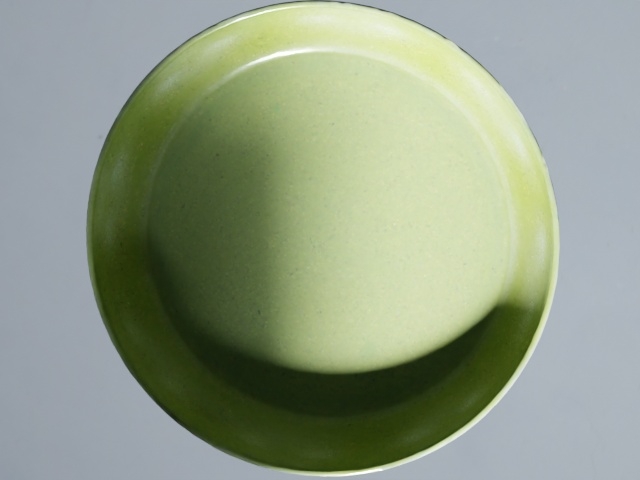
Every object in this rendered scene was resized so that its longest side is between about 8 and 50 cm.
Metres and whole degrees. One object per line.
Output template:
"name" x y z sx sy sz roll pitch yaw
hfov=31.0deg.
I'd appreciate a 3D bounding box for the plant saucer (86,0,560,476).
"plant saucer" 0.000 0.000 0.594 0.241 0.037 0.241 1 96 10
